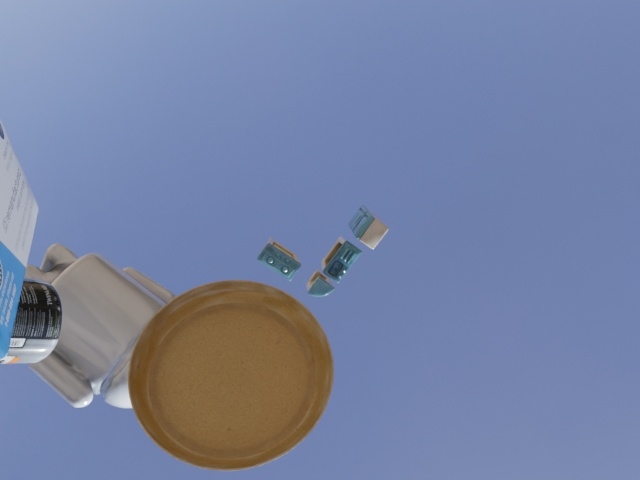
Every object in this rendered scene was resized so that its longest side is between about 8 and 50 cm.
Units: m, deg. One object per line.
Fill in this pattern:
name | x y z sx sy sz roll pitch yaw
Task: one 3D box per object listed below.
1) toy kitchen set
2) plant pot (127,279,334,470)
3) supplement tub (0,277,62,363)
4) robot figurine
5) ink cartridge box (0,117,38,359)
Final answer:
toy kitchen set | 0.000 0.000 1.337 0.207 0.166 0.122 -54 -167 8
plant pot | -0.103 0.155 0.794 0.236 0.032 0.236 1 -124 -2
supplement tub | -0.441 0.099 0.860 0.117 0.190 0.117 -7 -102 35
robot figurine | -0.380 0.161 1.216 0.200 0.353 0.300 -52 180 44
ink cartridge box | -0.421 -0.103 0.623 0.166 0.395 0.285 -13 -143 -7
